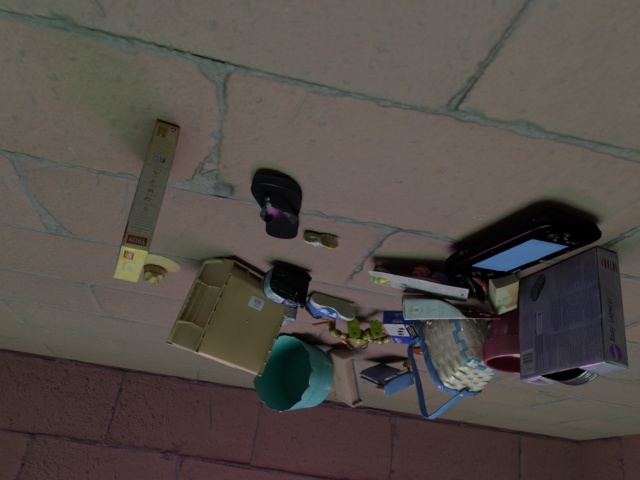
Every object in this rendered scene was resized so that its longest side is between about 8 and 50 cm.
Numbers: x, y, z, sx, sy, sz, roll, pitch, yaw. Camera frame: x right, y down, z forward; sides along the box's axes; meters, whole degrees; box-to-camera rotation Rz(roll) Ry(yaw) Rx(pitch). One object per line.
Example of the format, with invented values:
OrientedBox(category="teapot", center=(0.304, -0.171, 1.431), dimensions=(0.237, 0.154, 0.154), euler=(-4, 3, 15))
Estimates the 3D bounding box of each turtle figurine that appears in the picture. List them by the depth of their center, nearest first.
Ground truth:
OrientedBox(category="turtle figurine", center=(0.108, 0.302, 1.769), dimensions=(0.270, 0.087, 0.217), euler=(15, 160, -1))

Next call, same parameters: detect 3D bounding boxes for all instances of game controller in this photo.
OrientedBox(category="game controller", center=(0.408, 0.021, 1.144), dimensions=(0.167, 0.067, 0.319), euler=(18, 154, -20))

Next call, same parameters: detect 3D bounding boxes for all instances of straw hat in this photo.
OrientedBox(category="straw hat", center=(-0.469, 0.093, 1.557), dimensions=(0.145, 0.061, 0.144), euler=(7, 155, 3))

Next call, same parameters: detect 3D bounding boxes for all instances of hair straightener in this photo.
OrientedBox(category="hair straightener", center=(0.363, 0.110, 1.362), dimensions=(0.089, 0.047, 0.230), euler=(-11, 153, 35))

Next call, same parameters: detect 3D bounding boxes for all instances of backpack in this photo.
OrientedBox(category="backpack", center=(-0.096, 0.121, 1.457), dimensions=(0.114, 0.104, 0.084), euler=(26, 149, -24))

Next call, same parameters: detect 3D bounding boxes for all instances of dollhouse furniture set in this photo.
OrientedBox(category="dollhouse furniture set", center=(0.179, 0.492, 2.220), dimensions=(0.304, 0.198, 0.286), euler=(-15, -170, -27))

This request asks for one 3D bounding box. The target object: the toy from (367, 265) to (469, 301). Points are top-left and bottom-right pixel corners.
OrientedBox(category="toy", center=(0.243, 0.094, 1.357), dimensions=(0.238, 0.056, 0.137), euler=(7, 164, 15))

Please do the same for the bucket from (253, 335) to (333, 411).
OrientedBox(category="bucket", center=(-0.098, 0.509, 2.098), dimensions=(0.281, 0.280, 0.183), euler=(-9, 159, 31))

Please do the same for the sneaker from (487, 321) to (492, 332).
OrientedBox(category="sneaker", center=(0.588, 0.289, 1.596), dimensions=(0.111, 0.121, 0.300), euler=(21, 152, -26))

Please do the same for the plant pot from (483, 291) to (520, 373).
OrientedBox(category="plant pot", center=(0.527, 0.238, 1.436), dimensions=(0.202, 0.180, 0.201), euler=(7, 155, 3))

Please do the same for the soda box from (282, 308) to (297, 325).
OrientedBox(category="soda box", center=(-0.140, 0.242, 1.781), dimensions=(0.063, 0.058, 0.183), euler=(19, 153, -22))

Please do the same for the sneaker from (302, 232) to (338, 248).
OrientedBox(category="sneaker", center=(0.000, 0.000, 1.267), dimensions=(0.083, 0.031, 0.037), euler=(15, 168, -5))

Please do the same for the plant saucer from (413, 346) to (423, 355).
OrientedBox(category="plant saucer", center=(0.379, 0.409, 2.041), dimensions=(0.084, 0.013, 0.083), euler=(6, 155, 3))

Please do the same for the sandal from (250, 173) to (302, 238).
OrientedBox(category="sandal", center=(-0.083, -0.055, 1.135), dimensions=(0.097, 0.054, 0.254), euler=(4, 155, 8))

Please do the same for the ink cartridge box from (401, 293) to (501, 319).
OrientedBox(category="ink cartridge box", center=(0.328, 0.170, 1.426), dimensions=(0.233, 0.066, 0.189), euler=(-5, 178, 8))

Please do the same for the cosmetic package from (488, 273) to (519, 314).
OrientedBox(category="cosmetic package", center=(0.442, 0.126, 1.334), dimensions=(0.060, 0.041, 0.115), euler=(-20, 137, 0))

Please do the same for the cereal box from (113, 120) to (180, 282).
OrientedBox(category="cereal box", center=(-0.303, -0.063, 0.963), dimensions=(0.048, 0.240, 0.173), euler=(16, 153, -18))

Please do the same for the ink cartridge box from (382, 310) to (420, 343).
OrientedBox(category="ink cartridge box", center=(0.267, 0.281, 1.762), dimensions=(0.097, 0.046, 0.207), euler=(-1, 154, 20))

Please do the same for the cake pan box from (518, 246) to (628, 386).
OrientedBox(category="cake pan box", center=(0.538, 0.176, 1.202), dimensions=(0.070, 0.266, 0.245), euler=(17, 151, -14))

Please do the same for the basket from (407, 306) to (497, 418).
OrientedBox(category="basket", center=(0.373, 0.354, 1.612), dimensions=(0.201, 0.254, 0.289), euler=(21, 132, -31))

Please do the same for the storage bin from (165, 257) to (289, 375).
OrientedBox(category="storage bin", center=(-0.239, 0.210, 1.519), dimensions=(0.123, 0.260, 0.262), euler=(9, 161, 42))

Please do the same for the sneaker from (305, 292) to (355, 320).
OrientedBox(category="sneaker", center=(0.025, 0.209, 1.659), dimensions=(0.152, 0.058, 0.084), euler=(21, 146, -18))
